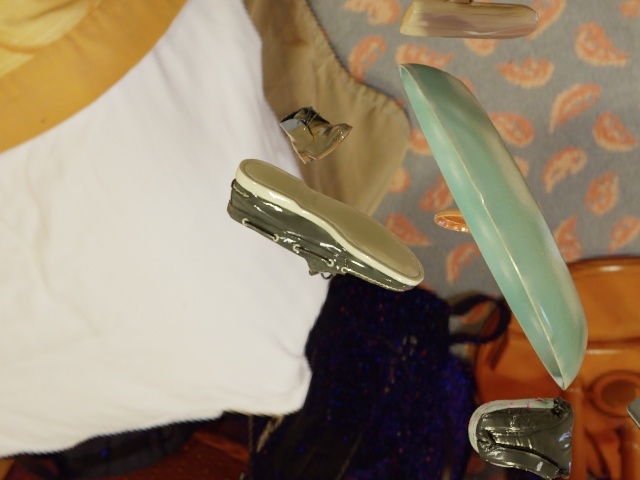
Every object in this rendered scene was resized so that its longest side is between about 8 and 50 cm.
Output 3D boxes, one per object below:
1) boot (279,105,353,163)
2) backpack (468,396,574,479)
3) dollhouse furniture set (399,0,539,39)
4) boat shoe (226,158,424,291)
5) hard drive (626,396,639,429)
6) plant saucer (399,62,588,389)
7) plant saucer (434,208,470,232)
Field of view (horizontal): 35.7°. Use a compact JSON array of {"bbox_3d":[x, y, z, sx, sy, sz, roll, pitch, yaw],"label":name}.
[{"bbox_3d":[-0.016,-0.227,2.049,0.106,0.082,0.219,49,156,-11],"label":"boot"},{"bbox_3d":[0.366,0.359,1.829,0.181,0.115,0.152,2,85,0],"label":"backpack"},{"bbox_3d":[0.232,-0.427,0.935,0.256,0.362,0.394,0,171,-8],"label":"dollhouse furniture set"},{"bbox_3d":[-0.001,0.001,1.583,0.340,0.127,0.113,28,118,-3],"label":"boat shoe"},{"bbox_3d":[0.442,0.177,0.913,0.237,0.064,0.339,-38,130,5],"label":"hard drive"},{"bbox_3d":[0.158,-0.021,0.878,0.043,0.318,0.318,-26,118,5],"label":"plant saucer"},{"bbox_3d":[0.200,-0.028,1.377,0.083,0.013,0.083,9,168,2],"label":"plant saucer"}]
